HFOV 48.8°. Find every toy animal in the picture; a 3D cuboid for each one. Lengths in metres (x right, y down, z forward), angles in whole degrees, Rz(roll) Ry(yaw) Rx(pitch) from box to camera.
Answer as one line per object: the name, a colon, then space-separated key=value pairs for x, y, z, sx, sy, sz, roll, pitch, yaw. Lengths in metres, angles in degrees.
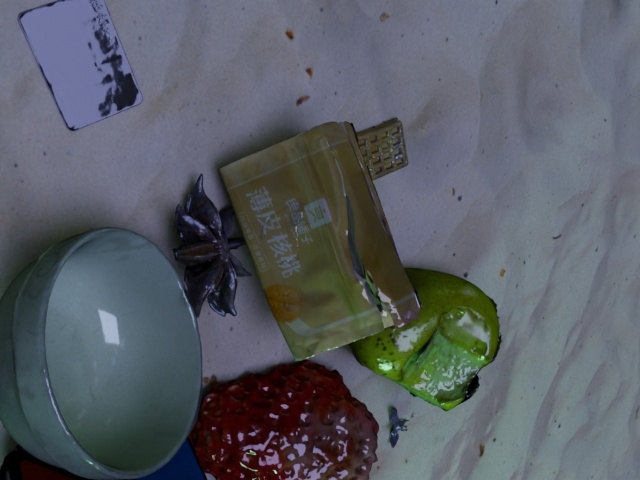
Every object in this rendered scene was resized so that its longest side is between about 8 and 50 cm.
toy animal: x=0.154 y=0.358 z=1.365 sx=0.050 sy=0.028 sz=0.084 roll=-6 pitch=107 yaw=-24

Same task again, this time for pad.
pad: x=-0.307 y=-0.233 z=0.914 sx=0.112 sy=0.003 sz=0.157 roll=-30 pitch=117 yaw=-24

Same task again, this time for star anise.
star anise: x=-0.165 y=0.019 z=1.016 sx=0.180 sy=0.061 sz=0.204 roll=-62 pitch=137 yaw=-55

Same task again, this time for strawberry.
strawberry: x=-0.049 y=0.338 z=1.154 sx=0.336 sy=0.149 sz=0.265 roll=20 pitch=93 yaw=-35

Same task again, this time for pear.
pear: x=0.180 y=0.146 z=1.247 sx=0.255 sy=0.164 sz=0.238 roll=36 pitch=83 yaw=-32

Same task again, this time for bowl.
bowl: x=-0.293 y=0.143 z=0.888 sx=0.307 sy=0.163 sz=0.307 roll=-10 pitch=90 yaw=-71

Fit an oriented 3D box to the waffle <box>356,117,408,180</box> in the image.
waffle: x=0.088 y=-0.146 z=1.189 sx=0.135 sy=0.021 sz=0.092 roll=-23 pitch=116 yaw=-28

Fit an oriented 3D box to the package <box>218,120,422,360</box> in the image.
package: x=0.018 y=-0.006 z=1.034 sx=0.221 sy=0.165 sz=0.311 roll=-21 pitch=92 yaw=-28

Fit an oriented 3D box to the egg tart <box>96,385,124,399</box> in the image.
egg tart: x=-0.312 y=0.266 z=1.018 sx=0.130 sy=0.052 sz=0.130 roll=-11 pitch=109 yaw=-33

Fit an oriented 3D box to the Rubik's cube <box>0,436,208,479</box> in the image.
Rubik's cube: x=-0.273 y=0.416 z=0.930 sx=0.248 sy=0.246 sz=0.250 roll=-7 pitch=123 yaw=-27
